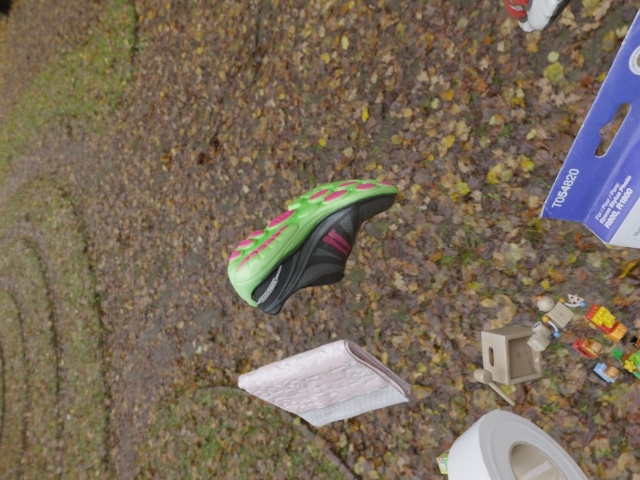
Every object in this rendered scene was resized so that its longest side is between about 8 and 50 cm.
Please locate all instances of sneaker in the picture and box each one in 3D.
[{"bbox_3d":[0.000,0.000,1.039,0.185,0.483,0.202,23,143,55],"label":"sneaker"},{"bbox_3d":[0.223,-0.301,0.444,0.118,0.279,0.107,39,122,2],"label":"sneaker"}]

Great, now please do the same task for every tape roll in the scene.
[{"bbox_3d":[0.384,0.471,0.786,0.286,0.286,0.100,51,125,33],"label":"tape roll"}]

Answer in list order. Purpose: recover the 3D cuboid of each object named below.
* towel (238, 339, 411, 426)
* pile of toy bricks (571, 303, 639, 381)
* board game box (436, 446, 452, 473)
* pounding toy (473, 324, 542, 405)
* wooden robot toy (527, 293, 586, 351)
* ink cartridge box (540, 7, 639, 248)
[{"bbox_3d":[0.016,0.370,1.057,0.332,0.317,0.053,-27,39,27],"label":"towel"},{"bbox_3d":[0.557,0.207,0.715,0.212,0.105,0.118,41,76,11],"label":"pile of toy bricks"},{"bbox_3d":[0.413,0.583,1.119,0.181,0.092,0.043,-32,70,46],"label":"board game box"},{"bbox_3d":[0.475,0.332,1.114,0.094,0.206,0.181,175,92,-67],"label":"pounding toy"},{"bbox_3d":[0.505,0.161,0.937,0.173,0.076,0.079,-43,81,-11],"label":"wooden robot toy"},{"bbox_3d":[0.367,-0.086,0.397,0.045,0.224,0.223,-79,-4,-53],"label":"ink cartridge box"}]
